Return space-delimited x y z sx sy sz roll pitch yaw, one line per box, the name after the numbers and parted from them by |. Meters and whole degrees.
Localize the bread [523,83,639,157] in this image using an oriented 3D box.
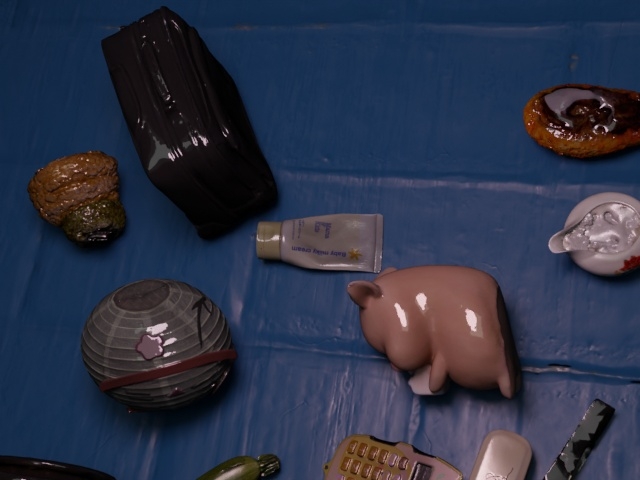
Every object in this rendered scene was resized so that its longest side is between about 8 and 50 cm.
0.489 -0.209 1.720 0.269 0.095 0.139 -2 69 -1 | bread

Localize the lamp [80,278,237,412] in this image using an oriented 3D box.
-0.274 0.183 1.695 0.265 0.233 0.233 -13 65 3 | lamp

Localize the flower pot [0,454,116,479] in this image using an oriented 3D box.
-0.478 0.502 1.608 0.266 0.266 0.267 6 82 18 | flower pot

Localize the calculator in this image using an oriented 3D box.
0.106 0.398 1.589 0.236 0.033 0.157 13 69 30 | calculator

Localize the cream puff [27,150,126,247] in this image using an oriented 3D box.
-0.444 -0.061 1.870 0.183 0.183 0.169 -26 80 4 | cream puff

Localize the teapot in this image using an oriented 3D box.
0.486 -0.013 1.633 0.226 0.092 0.145 -24 67 4 | teapot

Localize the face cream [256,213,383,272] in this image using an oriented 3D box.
0.000 0.000 1.784 0.224 0.070 0.114 1 69 6 | face cream

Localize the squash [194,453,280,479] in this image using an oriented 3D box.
-0.208 0.449 1.649 0.318 0.071 0.080 -41 105 -6 | squash

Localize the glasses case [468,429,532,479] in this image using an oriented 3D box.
0.268 0.391 1.541 0.083 0.050 0.196 17 67 17 | glasses case

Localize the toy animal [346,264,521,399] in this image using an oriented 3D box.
0.191 0.145 1.609 0.256 0.195 0.213 -2 93 16 | toy animal

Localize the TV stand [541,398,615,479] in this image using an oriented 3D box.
0.377 0.358 1.539 0.036 0.042 0.249 31 79 27 | TV stand

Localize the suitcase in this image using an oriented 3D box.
-0.239 -0.210 1.778 0.188 0.339 0.345 -25 64 9 | suitcase
